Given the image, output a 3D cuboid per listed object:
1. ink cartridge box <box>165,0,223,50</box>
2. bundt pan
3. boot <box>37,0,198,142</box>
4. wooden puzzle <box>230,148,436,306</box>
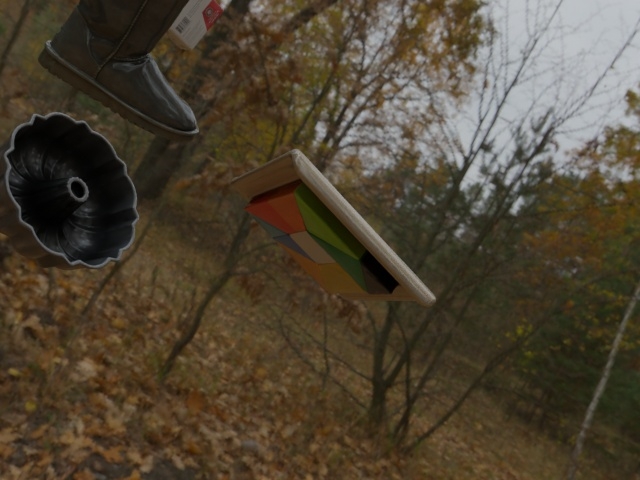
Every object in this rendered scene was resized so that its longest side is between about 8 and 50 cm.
[{"bbox_3d":[-0.256,-0.419,1.191,0.135,0.099,0.056,43,-10,-38],"label":"ink cartridge box"},{"bbox_3d":[-0.534,-0.085,1.374,0.124,0.331,0.331,-18,-26,26],"label":"bundt pan"},{"bbox_3d":[-0.151,-0.218,0.662,0.190,0.208,0.076,28,17,-36],"label":"boot"},{"bbox_3d":[0.000,0.000,0.783,0.221,0.044,0.239,46,-16,-15],"label":"wooden puzzle"}]
